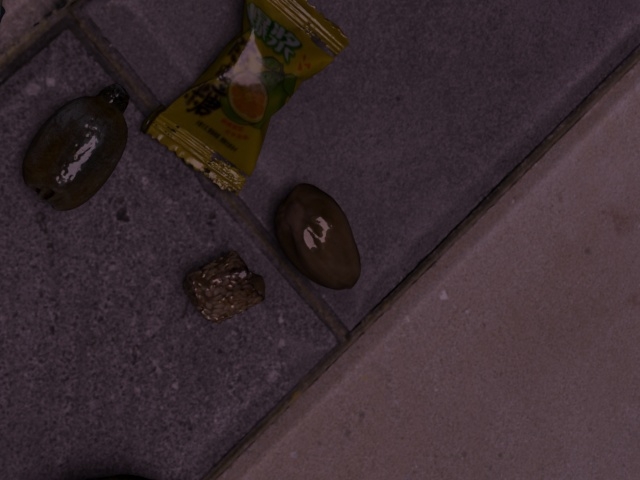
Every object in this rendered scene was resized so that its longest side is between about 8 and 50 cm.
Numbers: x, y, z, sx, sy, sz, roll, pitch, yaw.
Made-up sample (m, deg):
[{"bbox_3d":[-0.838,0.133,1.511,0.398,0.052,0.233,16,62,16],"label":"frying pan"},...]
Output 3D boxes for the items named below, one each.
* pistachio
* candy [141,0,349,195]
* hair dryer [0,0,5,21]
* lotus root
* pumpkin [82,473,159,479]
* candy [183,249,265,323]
[{"bbox_3d":[0.000,0.000,1.766,0.108,0.126,0.185,-17,115,24],"label":"pistachio"},{"bbox_3d":[-0.107,-0.230,1.692,0.187,0.081,0.297,36,95,-24],"label":"candy"},{"bbox_3d":[-0.373,-0.329,1.554,0.296,0.119,0.298,-15,114,-27],"label":"hair dryer"},{"bbox_3d":[-0.326,-0.133,1.606,0.113,0.088,0.192,38,83,-18],"label":"lotus root"},{"bbox_3d":[-0.288,0.488,1.668,0.320,0.192,0.320,-5,101,-25],"label":"pumpkin"},{"bbox_3d":[-0.141,0.067,1.723,0.110,0.085,0.095,-31,116,-6],"label":"candy"}]
